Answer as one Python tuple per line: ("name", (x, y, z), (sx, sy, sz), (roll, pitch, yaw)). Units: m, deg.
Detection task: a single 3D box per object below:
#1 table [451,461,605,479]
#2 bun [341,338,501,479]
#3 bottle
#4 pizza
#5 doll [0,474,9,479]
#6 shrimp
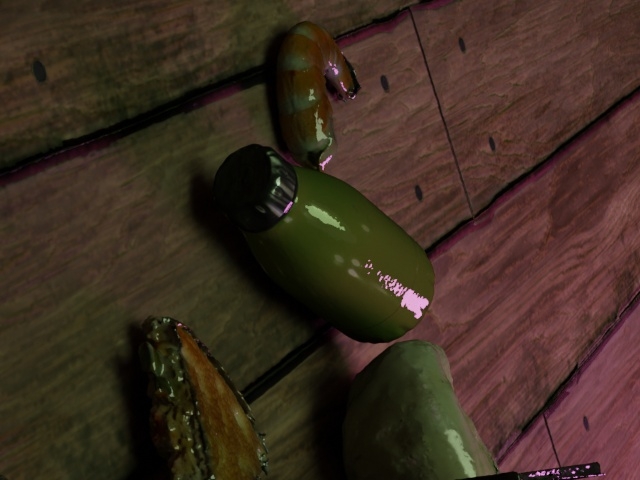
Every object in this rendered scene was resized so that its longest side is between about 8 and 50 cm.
("table", (0.084, 0.317, 1.395), (0.196, 0.282, 0.250), (12, 67, -60))
("bun", (0.092, 0.206, 1.624), (0.231, 0.133, 0.231), (62, 5, -10))
("bottle", (0.000, 0.000, 1.568), (0.260, 0.112, 0.112), (39, 45, -49))
("pizza", (-0.092, 0.165, 1.364), (0.185, 0.052, 0.195), (54, 18, -34))
("doll", (-0.277, 0.152, 1.008), (0.202, 0.091, 0.286), (46, 11, 14))
("shrimp", (0.003, -0.131, 1.716), (0.166, 0.049, 0.161), (18, 60, -67))
